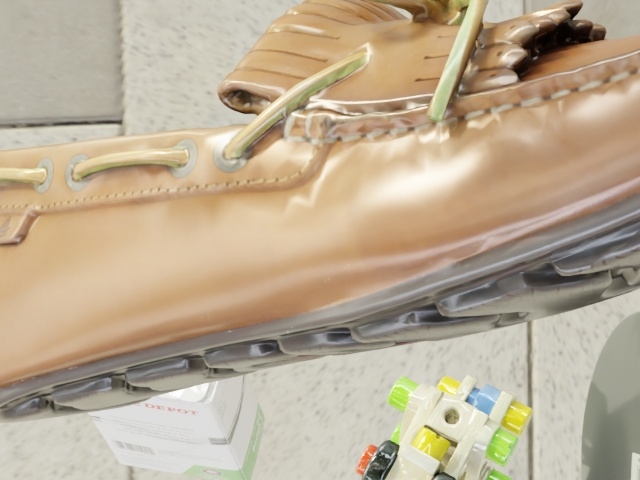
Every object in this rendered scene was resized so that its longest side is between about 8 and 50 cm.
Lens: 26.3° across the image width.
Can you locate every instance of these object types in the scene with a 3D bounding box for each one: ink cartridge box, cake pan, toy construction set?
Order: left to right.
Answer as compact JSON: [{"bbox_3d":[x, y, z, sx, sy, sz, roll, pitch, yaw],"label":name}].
[{"bbox_3d":[-0.160,0.172,1.476,0.160,0.219,0.092,8,59,13],"label":"ink cartridge box"},{"bbox_3d":[0.081,0.264,1.218,0.151,0.215,0.327,12,79,14],"label":"toy construction set"},{"bbox_3d":[0.276,0.180,1.067,0.054,0.293,0.293,2,92,-12],"label":"cake pan"}]

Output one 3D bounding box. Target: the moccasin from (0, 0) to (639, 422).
[{"bbox_3d":[0.017,-0.034,0.487,0.380,0.139,0.147,-15,82,36],"label":"moccasin"}]
